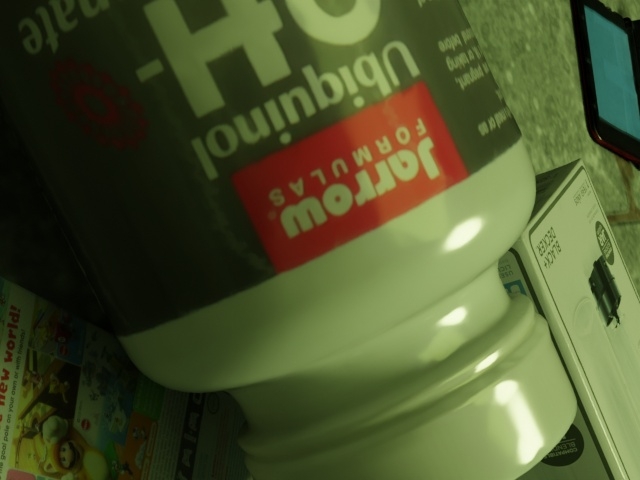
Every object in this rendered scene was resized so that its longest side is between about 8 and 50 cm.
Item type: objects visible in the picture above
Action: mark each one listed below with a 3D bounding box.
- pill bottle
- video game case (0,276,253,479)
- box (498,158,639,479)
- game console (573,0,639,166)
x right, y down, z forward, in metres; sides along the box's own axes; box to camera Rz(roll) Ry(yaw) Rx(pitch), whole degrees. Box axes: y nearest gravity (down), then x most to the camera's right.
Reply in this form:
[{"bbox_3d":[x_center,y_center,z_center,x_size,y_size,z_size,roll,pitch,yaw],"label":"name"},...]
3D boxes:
[{"bbox_3d":[-0.025,-0.051,0.456,0.176,0.176,0.318,-33,99,-52],"label":"pill bottle"},{"bbox_3d":[-0.079,0.100,0.463,0.166,0.015,0.119,35,50,-39],"label":"video game case"},{"bbox_3d":[0.150,0.116,0.666,0.290,0.087,0.169,65,28,-8],"label":"box"},{"bbox_3d":[0.280,-0.139,0.969,0.085,0.124,0.144,54,31,-65],"label":"game console"}]
